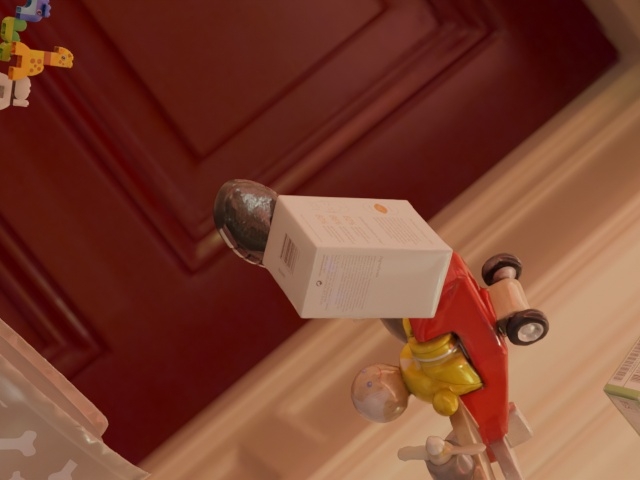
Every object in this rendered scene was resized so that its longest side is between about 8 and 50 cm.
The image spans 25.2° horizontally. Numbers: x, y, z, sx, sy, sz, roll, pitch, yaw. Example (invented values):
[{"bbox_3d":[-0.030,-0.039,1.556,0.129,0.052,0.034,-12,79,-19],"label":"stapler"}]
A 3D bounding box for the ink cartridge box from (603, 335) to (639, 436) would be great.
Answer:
[{"bbox_3d":[0.395,0.160,1.401,0.235,0.171,0.056,49,-22,-27],"label":"ink cartridge box"}]

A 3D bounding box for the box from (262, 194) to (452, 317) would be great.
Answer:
[{"bbox_3d":[0.040,0.019,1.626,0.130,0.170,0.091,-127,-134,-55],"label":"box"}]

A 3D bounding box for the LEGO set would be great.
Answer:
[{"bbox_3d":[-0.421,-0.299,2.140,0.087,0.093,0.227,23,-74,54],"label":"LEGO set"}]

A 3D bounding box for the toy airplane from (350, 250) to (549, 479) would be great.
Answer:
[{"bbox_3d":[0.178,0.215,2.078,0.386,0.272,0.384,149,-71,-84],"label":"toy airplane"}]

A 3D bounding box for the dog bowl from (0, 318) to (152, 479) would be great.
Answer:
[{"bbox_3d":[-0.316,0.135,1.331,0.349,0.102,0.349,41,-7,6],"label":"dog bowl"}]

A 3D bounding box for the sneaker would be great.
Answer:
[{"bbox_3d":[0.000,0.000,1.885,0.162,0.106,0.281,-5,-31,42],"label":"sneaker"}]
